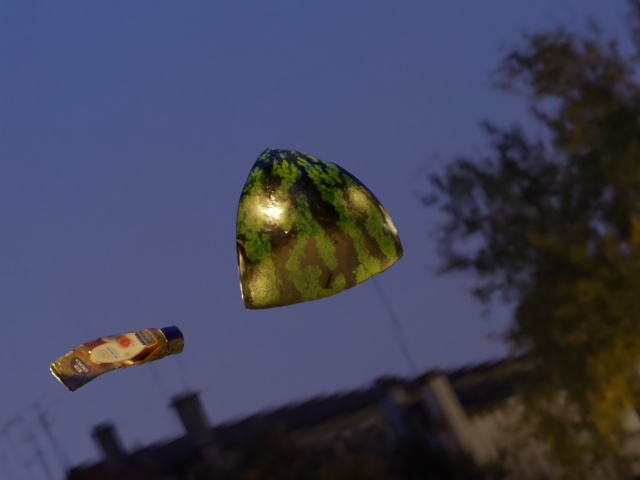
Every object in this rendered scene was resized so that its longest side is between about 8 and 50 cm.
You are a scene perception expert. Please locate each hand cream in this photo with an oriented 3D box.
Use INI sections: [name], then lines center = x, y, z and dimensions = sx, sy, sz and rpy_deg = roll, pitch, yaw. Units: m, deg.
[hand cream]
center = -0.240, 0.138, 2.177
dimensions = 0.163, 0.062, 0.039
rpy_deg = -16, -47, -32

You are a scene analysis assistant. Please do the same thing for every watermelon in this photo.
[watermelon]
center = 0.001, -0.007, 2.001
dimensions = 0.145, 0.193, 0.137
rpy_deg = -1, -20, 24
